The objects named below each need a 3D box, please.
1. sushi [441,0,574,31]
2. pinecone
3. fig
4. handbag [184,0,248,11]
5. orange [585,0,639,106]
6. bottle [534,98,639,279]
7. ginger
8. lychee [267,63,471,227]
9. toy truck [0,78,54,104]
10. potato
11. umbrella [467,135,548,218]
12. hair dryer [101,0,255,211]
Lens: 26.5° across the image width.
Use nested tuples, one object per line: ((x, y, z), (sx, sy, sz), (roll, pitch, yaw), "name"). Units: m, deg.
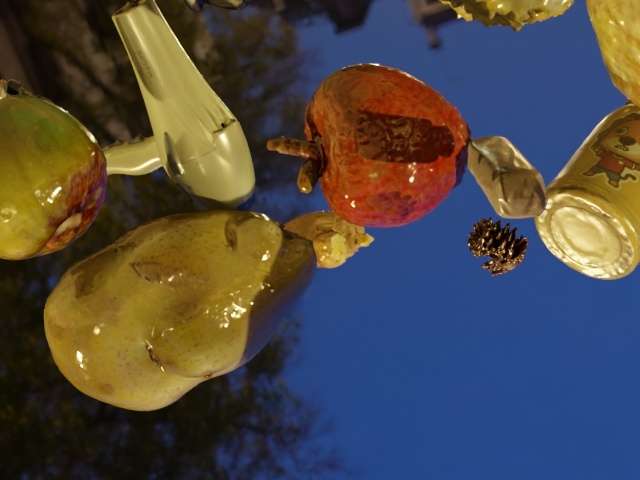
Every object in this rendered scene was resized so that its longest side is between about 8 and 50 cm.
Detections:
((0.245, -0.466, 1.693), (0.396, 0.351, 0.240), (-54, -162, -3), "sushi")
((0.243, 0.006, 1.862), (0.077, 0.083, 0.077), (-40, -172, 7), "pinecone")
((-0.341, -0.076, 1.591), (0.181, 0.191, 0.181), (-21, 168, -5), "fig")
((-0.180, -0.452, 1.446), (0.163, 0.325, 0.327), (-25, 155, 4), "handbag")
((0.352, -0.220, 1.240), (0.210, 0.270, 0.369), (-23, 163, 13), "orange")
((0.468, -0.117, 2.012), (0.172, 0.171, 0.351), (0, -140, 47), "bottle")
((0.000, 0.000, 2.503), (0.216, 0.102, 0.157), (-6, -160, 28), "ginger")
((0.076, -0.143, 2.044), (0.300, 0.255, 0.255), (-4, -169, -23), "lychee")
((-0.429, -0.136, 1.830), (0.110, 0.116, 0.216), (-48, -152, 21), "toy truck")
((-0.169, 0.072, 1.672), (0.351, 0.218, 0.202), (-26, -163, 5), "potato")
((0.239, -0.092, 1.788), (0.073, 0.067, 0.337), (5, -167, -2), "umbrella")
((-0.229, -0.174, 1.740), (0.298, 0.295, 0.119), (12, -143, 28), "hair dryer")
